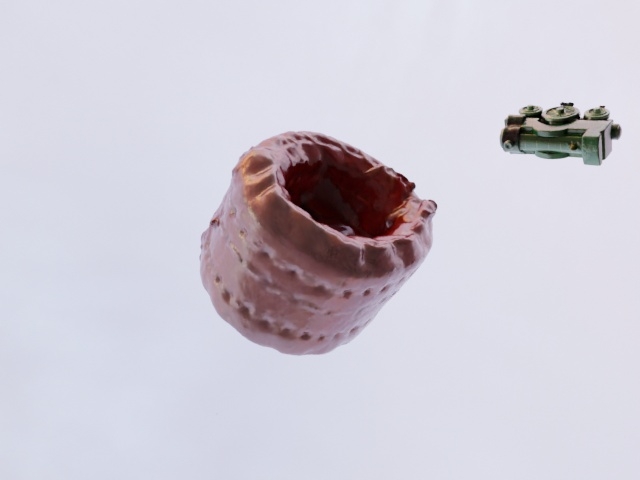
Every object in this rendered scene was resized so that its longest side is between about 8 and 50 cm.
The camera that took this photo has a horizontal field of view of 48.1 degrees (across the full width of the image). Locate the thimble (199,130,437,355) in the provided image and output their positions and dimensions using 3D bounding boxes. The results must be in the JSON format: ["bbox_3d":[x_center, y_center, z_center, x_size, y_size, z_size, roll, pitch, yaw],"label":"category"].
[{"bbox_3d":[-0.006,-0.001,0.602,0.163,0.125,0.189,46,-146,20],"label":"thimble"}]

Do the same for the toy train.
[{"bbox_3d":[0.358,-0.160,1.091,0.104,0.178,0.071,-42,-51,-39],"label":"toy train"}]
